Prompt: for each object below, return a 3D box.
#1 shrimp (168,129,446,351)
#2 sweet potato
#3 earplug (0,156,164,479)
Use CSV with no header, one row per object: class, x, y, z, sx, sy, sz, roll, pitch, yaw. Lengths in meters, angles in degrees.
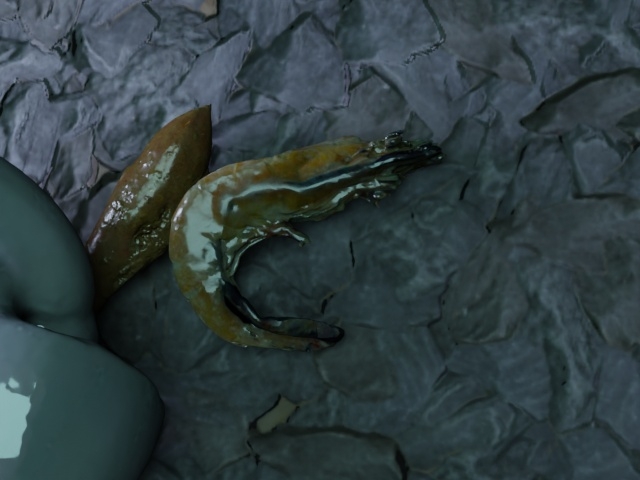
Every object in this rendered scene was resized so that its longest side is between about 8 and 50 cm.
shrimp,0.000,0.000,0.993,0.219,0.046,0.152,-21,84,-2
sweet potato,-0.136,-0.014,1.025,0.068,0.060,0.206,37,97,7
earplug,-0.241,0.067,0.954,0.175,0.214,0.325,-24,77,-36
